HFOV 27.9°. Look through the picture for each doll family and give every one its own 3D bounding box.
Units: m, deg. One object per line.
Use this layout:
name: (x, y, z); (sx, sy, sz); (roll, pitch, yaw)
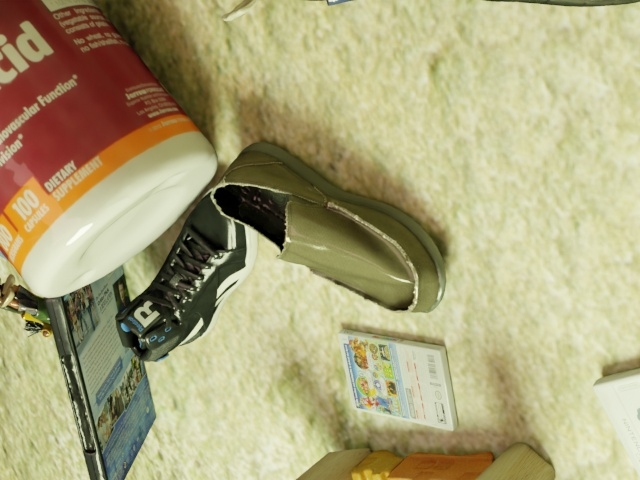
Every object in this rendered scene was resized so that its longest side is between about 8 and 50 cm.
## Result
doll family: (-0.310, 0.048, 1.433); (0.111, 0.193, 0.076); (25, 123, -30)

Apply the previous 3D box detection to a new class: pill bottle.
pill bottle: (-0.302, -0.159, 1.252); (0.392, 0.224, 0.224); (50, 136, 7)

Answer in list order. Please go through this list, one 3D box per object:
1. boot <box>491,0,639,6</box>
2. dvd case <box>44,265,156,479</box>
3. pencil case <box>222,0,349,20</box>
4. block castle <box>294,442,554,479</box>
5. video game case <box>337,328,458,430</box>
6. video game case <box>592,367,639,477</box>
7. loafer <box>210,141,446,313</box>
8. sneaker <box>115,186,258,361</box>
boot: (0.130, -0.253, 0.871); (0.085, 0.236, 0.178); (-139, 54, -73)
dvd case: (-0.235, 0.133, 1.400); (0.022, 0.180, 0.253); (-4, 113, 12)
pencil case: (-0.038, -0.373, 0.929); (0.160, 0.183, 0.410); (7, 119, 59)
block castle: (0.118, 0.427, 1.220); (0.303, 0.213, 0.453); (-7, 107, 43)
video game case: (0.074, 0.133, 1.239); (0.122, 0.011, 0.087); (7, 118, 39)
video game case: (0.315, 0.160, 1.036); (0.157, 0.019, 0.143); (-23, 97, 46)
loafer: (0.000, 0.000, 1.174); (0.251, 0.087, 0.094); (30, 130, 26)
sneaker: (-0.141, 0.048, 1.301); (0.079, 0.121, 0.217); (39, 133, 17)
